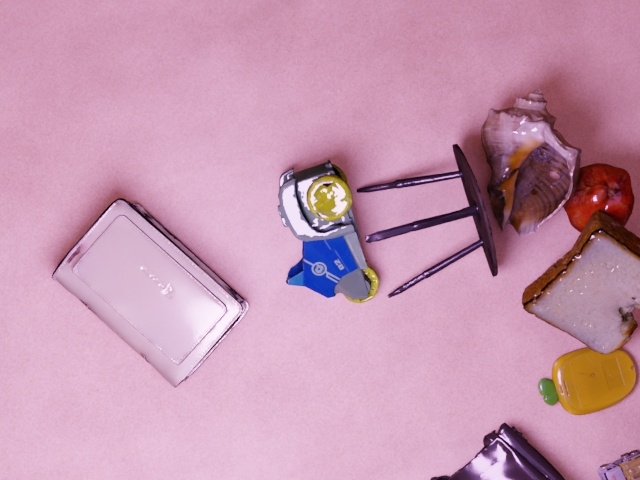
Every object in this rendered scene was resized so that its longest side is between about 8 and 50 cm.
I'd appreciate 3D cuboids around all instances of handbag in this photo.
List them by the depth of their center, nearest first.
[{"bbox_3d":[-0.358,0.111,1.787,0.358,0.160,0.237,42,87,1],"label":"handbag"},{"bbox_3d":[0.388,0.571,1.832,0.285,0.113,0.257,-40,83,-1],"label":"handbag"}]

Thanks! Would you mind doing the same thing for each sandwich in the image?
[{"bbox_3d":[0.625,0.104,1.847,0.249,0.095,0.273,33,121,-2],"label":"sandwich"}]

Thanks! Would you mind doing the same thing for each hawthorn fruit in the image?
[{"bbox_3d":[0.637,-0.099,1.901,0.173,0.179,0.173,4,52,-5],"label":"hawthorn fruit"}]

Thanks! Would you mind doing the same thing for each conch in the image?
[{"bbox_3d":[0.483,-0.172,1.874,0.186,0.263,0.324,-19,119,-23],"label":"conch"}]

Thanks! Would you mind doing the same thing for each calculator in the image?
[{"bbox_3d":[0.613,0.320,1.920,0.235,0.032,0.146,-16,85,-9],"label":"calculator"}]

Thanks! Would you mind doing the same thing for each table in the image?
[{"bbox_3d":[0.223,-0.036,1.811,0.249,0.317,0.317,-17,86,6],"label":"table"}]

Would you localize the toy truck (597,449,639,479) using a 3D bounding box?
[{"bbox_3d":[0.695,0.515,1.892,0.123,0.063,0.052,-23,87,-8],"label":"toy truck"}]

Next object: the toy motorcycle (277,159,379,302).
[{"bbox_3d":[0.000,0.000,1.835,0.200,0.191,0.326,-16,104,2],"label":"toy motorcycle"}]
